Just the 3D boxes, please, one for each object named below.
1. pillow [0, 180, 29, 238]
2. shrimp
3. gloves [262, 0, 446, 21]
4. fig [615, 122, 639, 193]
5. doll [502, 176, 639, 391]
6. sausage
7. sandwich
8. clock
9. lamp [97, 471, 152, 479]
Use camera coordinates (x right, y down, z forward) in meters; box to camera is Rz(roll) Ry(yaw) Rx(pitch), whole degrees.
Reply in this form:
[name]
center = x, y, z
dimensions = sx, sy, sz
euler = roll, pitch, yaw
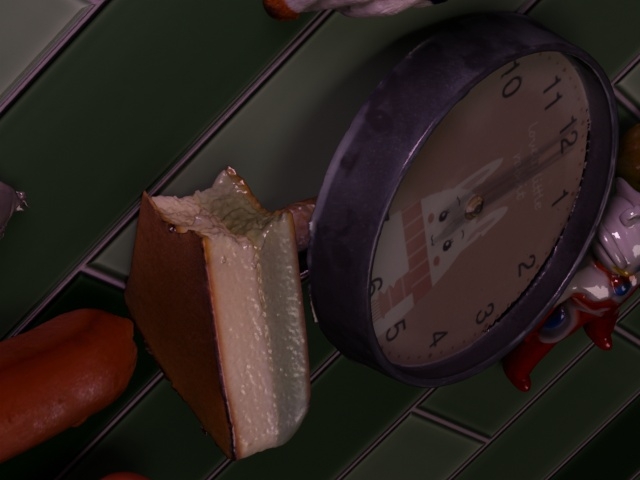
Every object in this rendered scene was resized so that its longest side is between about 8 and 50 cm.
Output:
[pillow]
center = -0.356, 0.042, 1.565
dimensions = 0.169, 0.059, 0.255
euler = 12, 123, -52
[shrimp]
center = 0.000, 0.000, 1.871
dimensions = 0.223, 0.047, 0.126
euler = -21, 147, -28
[gloves]
center = 0.055, -0.243, 1.550
dimensions = 0.219, 0.131, 0.140
euler = -41, 146, -13
[fig]
center = 0.353, -0.089, 2.093
dimensions = 0.098, 0.082, 0.084
euler = -9, 179, 30
[doll]
center = 0.317, 0.053, 2.171
dimensions = 0.188, 0.099, 0.384
euler = -26, 156, -17
[sausage]
center = -0.310, 0.154, 1.680
dimensions = 0.348, 0.094, 0.097
euler = -25, 104, -37
[sandwich]
center = -0.080, 0.058, 1.702
dimensions = 0.108, 0.220, 0.186
euler = -15, 141, -30
[clock]
center = 0.149, -0.033, 1.848
dimensions = 0.386, 0.076, 0.386
euler = -28, 134, -34
[lamp]
center = -0.227, 0.321, 1.951
dimensions = 0.188, 0.164, 0.187
euler = -35, 171, -6
